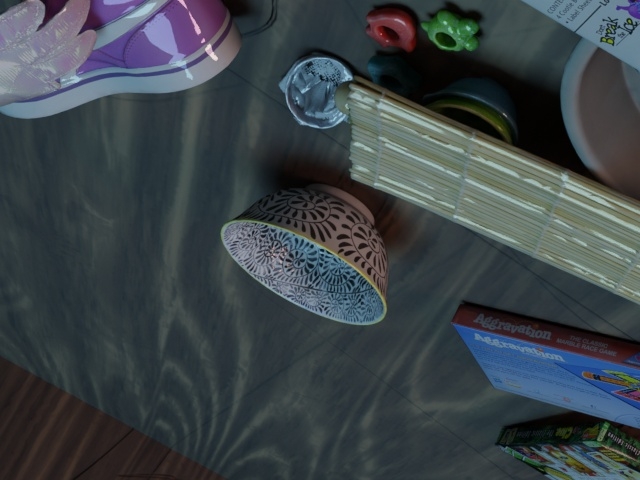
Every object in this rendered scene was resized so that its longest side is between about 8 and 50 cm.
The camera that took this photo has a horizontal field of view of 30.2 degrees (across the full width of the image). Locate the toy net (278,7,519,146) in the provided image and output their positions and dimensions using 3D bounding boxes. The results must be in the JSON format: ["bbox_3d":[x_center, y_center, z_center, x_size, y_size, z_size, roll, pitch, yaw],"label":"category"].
[{"bbox_3d":[0.036,-0.110,0.863,0.232,0.045,0.122,5,149,45],"label":"toy net"}]

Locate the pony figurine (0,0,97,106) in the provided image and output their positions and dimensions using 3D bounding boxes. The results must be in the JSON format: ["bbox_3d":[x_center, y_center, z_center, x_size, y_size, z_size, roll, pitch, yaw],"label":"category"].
[{"bbox_3d":[-0.368,-0.132,0.751,0.351,0.363,0.303,-12,130,18],"label":"pony figurine"}]

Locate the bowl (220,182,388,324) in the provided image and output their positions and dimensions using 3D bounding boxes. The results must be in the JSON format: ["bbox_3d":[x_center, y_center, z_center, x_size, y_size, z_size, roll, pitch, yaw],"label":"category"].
[{"bbox_3d":[0.000,0.000,1.097,0.170,0.080,0.170,24,157,11],"label":"bowl"}]

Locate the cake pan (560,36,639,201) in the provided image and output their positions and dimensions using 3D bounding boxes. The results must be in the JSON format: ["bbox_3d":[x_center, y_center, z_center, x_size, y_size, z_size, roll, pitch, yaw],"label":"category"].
[{"bbox_3d":[0.282,-0.060,0.668,0.293,0.054,0.293,24,158,11],"label":"cake pan"}]

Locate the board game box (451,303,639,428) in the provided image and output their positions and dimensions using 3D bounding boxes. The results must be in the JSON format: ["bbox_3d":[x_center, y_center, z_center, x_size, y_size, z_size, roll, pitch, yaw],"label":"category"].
[{"bbox_3d":[0.273,0.134,1.134,0.281,0.027,0.145,13,155,34],"label":"board game box"}]

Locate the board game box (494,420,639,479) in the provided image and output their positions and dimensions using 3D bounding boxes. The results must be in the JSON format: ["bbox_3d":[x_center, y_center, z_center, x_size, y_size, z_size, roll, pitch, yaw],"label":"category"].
[{"bbox_3d":[0.303,0.247,1.313,0.136,0.030,0.259,29,164,-7],"label":"board game box"}]

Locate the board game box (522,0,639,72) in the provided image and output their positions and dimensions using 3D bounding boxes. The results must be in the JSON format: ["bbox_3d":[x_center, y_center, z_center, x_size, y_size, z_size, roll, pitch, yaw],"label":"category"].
[{"bbox_3d":[0.068,-0.215,0.467,0.275,0.142,0.144,30,158,-4],"label":"board game box"}]

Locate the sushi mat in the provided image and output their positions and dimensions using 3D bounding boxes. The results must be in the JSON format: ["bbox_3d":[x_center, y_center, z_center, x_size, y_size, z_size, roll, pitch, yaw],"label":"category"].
[{"bbox_3d":[0.157,-0.016,0.827,0.316,0.019,0.151,25,164,13],"label":"sushi mat"}]

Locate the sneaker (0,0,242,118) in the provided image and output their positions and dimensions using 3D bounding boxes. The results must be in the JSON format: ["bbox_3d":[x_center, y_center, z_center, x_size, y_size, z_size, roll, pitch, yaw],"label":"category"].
[{"bbox_3d":[-0.204,-0.190,0.921,0.282,0.102,0.161,-6,138,38],"label":"sneaker"}]
